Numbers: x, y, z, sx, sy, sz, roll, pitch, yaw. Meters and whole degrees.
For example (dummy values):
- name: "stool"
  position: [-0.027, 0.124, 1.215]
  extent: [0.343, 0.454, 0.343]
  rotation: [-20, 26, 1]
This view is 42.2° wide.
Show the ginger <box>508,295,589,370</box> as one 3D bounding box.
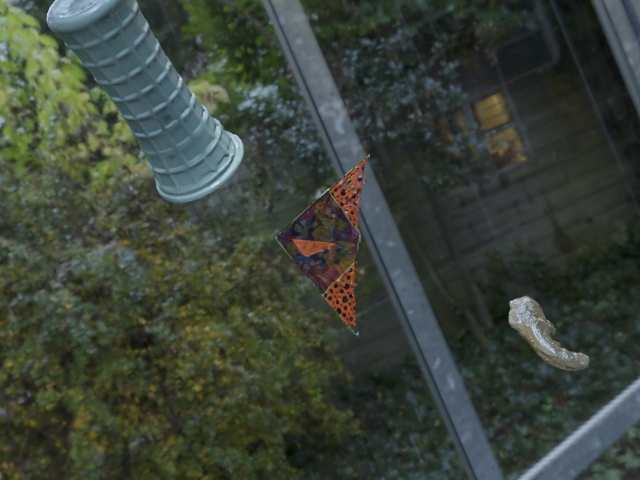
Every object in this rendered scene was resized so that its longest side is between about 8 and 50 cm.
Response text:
- name: "ginger"
  position: [0.394, 0.169, 1.465]
  extent: [0.070, 0.173, 0.051]
  rotation: [-22, -28, -30]

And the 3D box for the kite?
- name: "kite"
  position: [-0.001, 0.000, 0.973]
  extent: [0.125, 0.222, 0.008]
  rotation: [6, -3, -32]

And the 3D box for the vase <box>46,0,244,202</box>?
- name: "vase"
  position: [-0.230, -0.202, 1.104]
  extent: [0.143, 0.298, 0.143]
  rotation: [-16, 43, 15]
